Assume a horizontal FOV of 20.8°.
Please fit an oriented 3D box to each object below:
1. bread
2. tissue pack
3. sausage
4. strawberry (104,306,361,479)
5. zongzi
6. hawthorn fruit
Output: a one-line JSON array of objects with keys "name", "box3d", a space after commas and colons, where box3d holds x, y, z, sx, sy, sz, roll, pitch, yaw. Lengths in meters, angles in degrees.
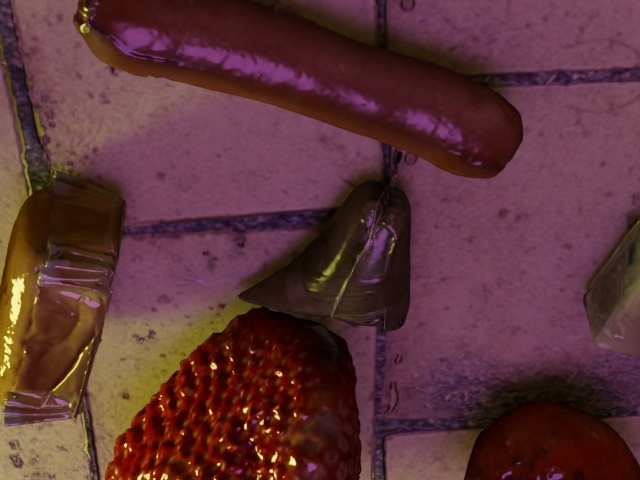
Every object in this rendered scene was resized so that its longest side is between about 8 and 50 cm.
[{"name": "bread", "box3d": [-0.259, 0.061, 1.689, 0.107, 0.136, 0.241, 10, 133, -11]}, {"name": "tissue pack", "box3d": [0.387, 0.057, 1.771, 0.196, 0.092, 0.148, 14, 133, -17]}, {"name": "sausage", "box3d": [-0.014, -0.147, 1.528, 0.419, 0.094, 0.094, 15, 159, -18]}, {"name": "strawberry", "box3d": [-0.058, 0.242, 1.802, 0.267, 0.312, 0.351, 6, 120, -40]}, {"name": "zongzi", "box3d": [0.000, 0.000, 1.704, 0.178, 0.081, 0.189, 5, 129, 10]}, {"name": "hawthorn fruit", "box3d": [0.279, 0.306, 1.947, 0.211, 0.211, 0.299, -28, 140, 22]}]
